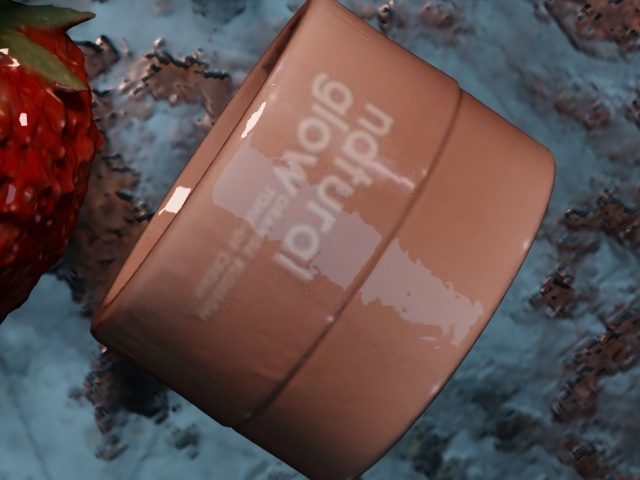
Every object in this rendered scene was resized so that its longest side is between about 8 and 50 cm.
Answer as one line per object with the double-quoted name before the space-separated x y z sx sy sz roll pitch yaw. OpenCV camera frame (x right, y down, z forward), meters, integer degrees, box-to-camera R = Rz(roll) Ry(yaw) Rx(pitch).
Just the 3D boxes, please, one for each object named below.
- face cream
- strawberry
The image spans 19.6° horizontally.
"face cream" 0.000 0.000 0.665 0.104 0.149 0.149 34 85 -8
"strawberry" -0.136 -0.016 0.652 0.131 0.131 0.148 -12 97 -9
